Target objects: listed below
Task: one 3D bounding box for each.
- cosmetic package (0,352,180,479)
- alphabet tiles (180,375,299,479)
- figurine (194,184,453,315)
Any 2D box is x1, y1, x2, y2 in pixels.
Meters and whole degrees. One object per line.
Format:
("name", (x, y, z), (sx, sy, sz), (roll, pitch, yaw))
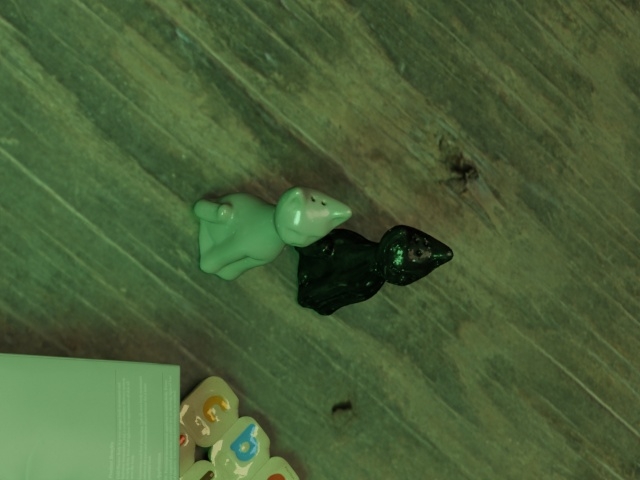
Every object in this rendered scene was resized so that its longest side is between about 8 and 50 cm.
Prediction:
("cosmetic package", (-0.257, 0.176, 1.598), (0.238, 0.107, 0.127), (7, 75, -24))
("alphabet tiles", (-0.152, 0.285, 1.718), (0.278, 0.021, 0.284), (-45, 107, -30))
("figurine", (0.000, 0.000, 1.762), (0.215, 0.209, 0.092), (21, 70, -31))
